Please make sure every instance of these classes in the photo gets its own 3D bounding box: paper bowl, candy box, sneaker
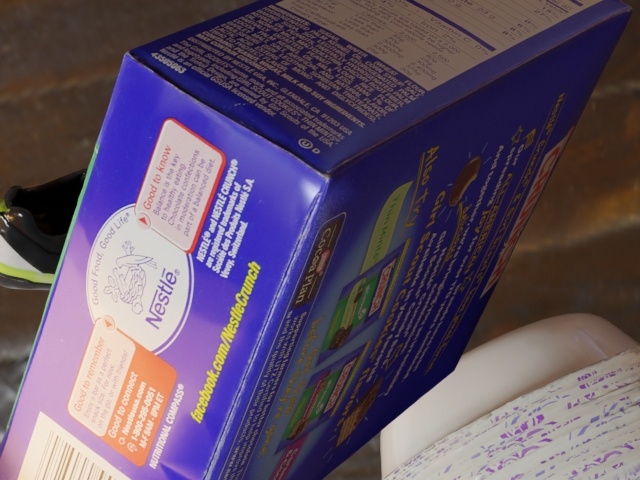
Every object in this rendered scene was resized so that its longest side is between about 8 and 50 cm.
[{"bbox_3d":[0.161,0.160,1.468,0.284,0.284,0.148,-26,71,-4],"label":"paper bowl"},{"bbox_3d":[0.000,0.000,0.983,0.122,0.268,0.317,34,33,19],"label":"candy box"},{"bbox_3d":[-0.169,-0.011,1.573,0.235,0.097,0.084,-6,55,-35],"label":"sneaker"}]
